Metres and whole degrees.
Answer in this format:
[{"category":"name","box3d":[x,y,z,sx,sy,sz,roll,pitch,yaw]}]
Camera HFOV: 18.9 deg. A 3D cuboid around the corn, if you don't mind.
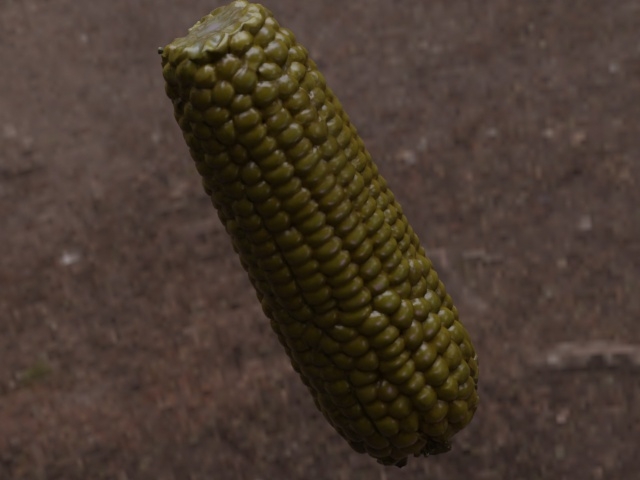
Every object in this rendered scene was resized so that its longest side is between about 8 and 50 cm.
[{"category":"corn","box3d":[0.002,0.001,0.978,0.091,0.260,0.091,-36,22,-16]}]
